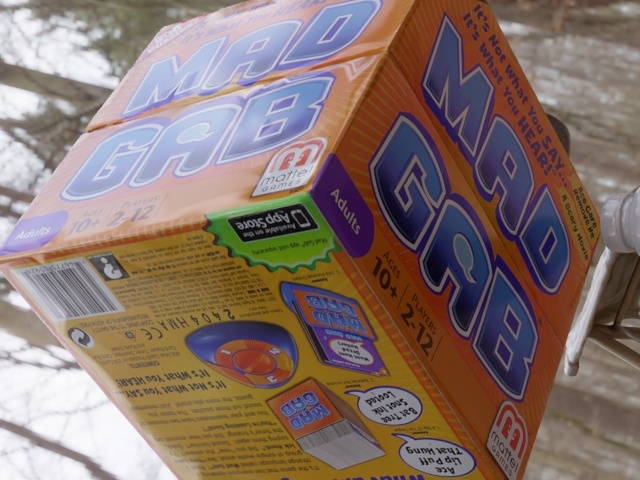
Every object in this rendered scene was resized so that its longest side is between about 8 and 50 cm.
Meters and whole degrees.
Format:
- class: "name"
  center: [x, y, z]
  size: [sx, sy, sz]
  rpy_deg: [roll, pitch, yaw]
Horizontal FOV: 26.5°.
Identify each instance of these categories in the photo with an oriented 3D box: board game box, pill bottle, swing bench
- class: "board game box"
  center: [0.000, 0.000, 1.274]
  size: [0.356, 0.356, 0.356]
  rpy_deg: [56, -138, -29]
- class: "pill bottle"
  center: [0.289, -0.015, 1.088]
  size: [0.067, 0.120, 0.067]
  rpy_deg: [2, -93, -51]
- class: "swing bench"
  center: [0.461, 0.069, 1.707]
  size: [0.253, 0.254, 0.165]
  rpy_deg: [99, -168, -45]

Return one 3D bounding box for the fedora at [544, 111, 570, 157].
- class: "fedora"
  center: [0.154, -0.102, 1.567]
  size: [0.275, 0.243, 0.124]
  rpy_deg: [86, 170, -54]
